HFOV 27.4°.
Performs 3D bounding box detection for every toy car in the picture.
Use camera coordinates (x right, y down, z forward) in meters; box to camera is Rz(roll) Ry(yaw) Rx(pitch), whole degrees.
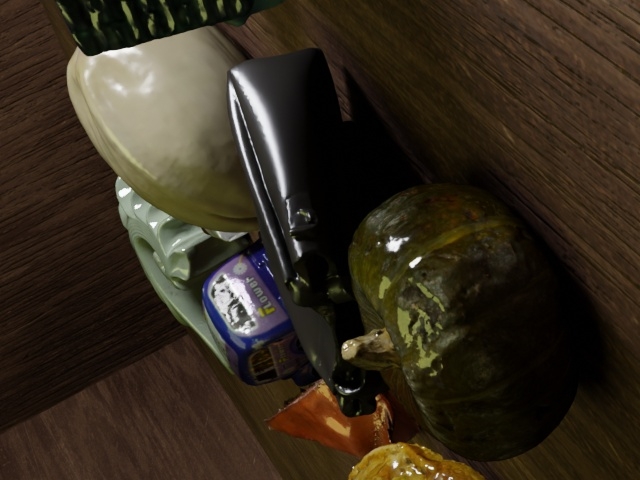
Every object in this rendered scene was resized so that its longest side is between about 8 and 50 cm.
[{"bbox_3d":[-0.068,0.113,1.787,0.172,0.158,0.235,54,168,30],"label":"toy car"}]

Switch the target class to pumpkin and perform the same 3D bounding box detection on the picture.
[{"bbox_3d":[0.093,0.064,0.977,0.219,0.162,0.219,156,90,-79],"label":"pumpkin"}]

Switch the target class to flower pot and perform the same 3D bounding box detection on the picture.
[{"bbox_3d":[-0.209,0.040,2.236,0.254,0.165,0.367,43,157,44],"label":"flower pot"}]

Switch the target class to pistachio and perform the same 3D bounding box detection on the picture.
[{"bbox_3d":[-0.151,-0.135,1.508,0.332,0.208,0.226,46,-149,6],"label":"pistachio"}]

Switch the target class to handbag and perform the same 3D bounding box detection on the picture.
[{"bbox_3d":[0.001,0.000,1.200,0.285,0.114,0.257,77,180,-52],"label":"handbag"}]

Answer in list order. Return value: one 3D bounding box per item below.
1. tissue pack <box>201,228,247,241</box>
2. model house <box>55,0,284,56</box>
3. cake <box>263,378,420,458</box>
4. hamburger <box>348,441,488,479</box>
[{"bbox_3d":[-0.126,-0.065,1.776,0.106,0.099,0.149,64,169,-9],"label":"tissue pack"},{"bbox_3d":[-0.147,-0.278,1.033,0.226,0.241,0.261,40,156,56],"label":"model house"},{"bbox_3d":[0.012,0.208,1.701,0.135,0.098,0.287,55,152,-17],"label":"cake"},{"bbox_3d":[0.116,0.391,1.471,0.290,0.170,0.314,11,126,49],"label":"hamburger"}]
